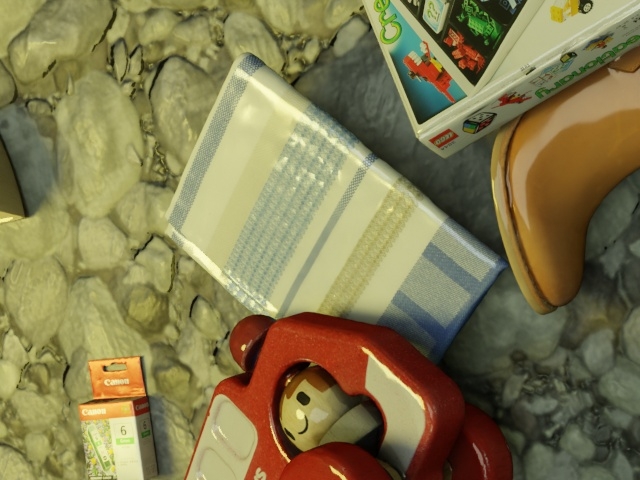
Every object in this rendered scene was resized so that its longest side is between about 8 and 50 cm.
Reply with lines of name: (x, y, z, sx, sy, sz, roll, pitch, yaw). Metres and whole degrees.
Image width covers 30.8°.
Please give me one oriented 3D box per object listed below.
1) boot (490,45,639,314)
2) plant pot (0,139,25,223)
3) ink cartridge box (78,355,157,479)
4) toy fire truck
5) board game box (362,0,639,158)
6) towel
boot: (0.245, -0.087, 0.861, 0.220, 0.109, 0.283, -1, 83, 23)
plant pot: (-0.360, -0.066, 1.111, 0.109, 0.109, 0.096, -10, 77, 23)
ink cartridge box: (-0.193, 0.169, 1.093, 0.063, 0.029, 0.115, -8, 91, 23)
toy fire truck: (-0.008, 0.191, 0.936, 0.254, 0.169, 0.302, 39, 124, 33)
board game box: (0.113, -0.237, 0.872, 0.193, 0.053, 0.305, -30, 61, 22)
towel: (0.000, 0.000, 0.966, 0.285, 0.034, 0.209, 40, 128, 16)
